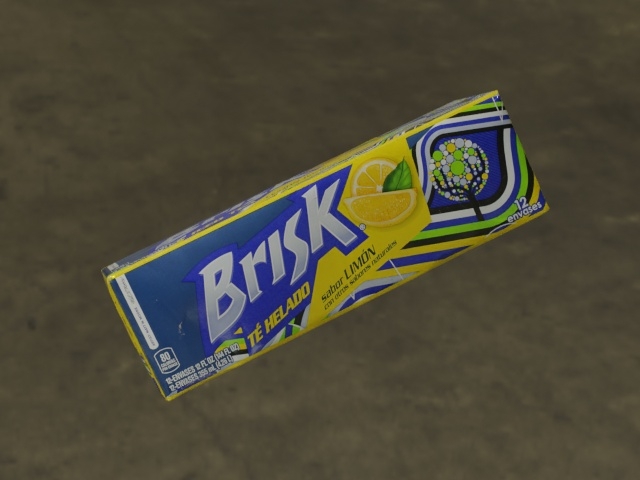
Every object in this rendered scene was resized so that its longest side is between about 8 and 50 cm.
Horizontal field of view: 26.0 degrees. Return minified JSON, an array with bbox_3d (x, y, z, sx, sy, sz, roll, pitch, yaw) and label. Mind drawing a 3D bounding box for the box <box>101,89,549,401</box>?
[{"bbox_3d":[0.000,0.000,0.553,0.169,0.054,0.059,-27,7,-9],"label":"box"}]
